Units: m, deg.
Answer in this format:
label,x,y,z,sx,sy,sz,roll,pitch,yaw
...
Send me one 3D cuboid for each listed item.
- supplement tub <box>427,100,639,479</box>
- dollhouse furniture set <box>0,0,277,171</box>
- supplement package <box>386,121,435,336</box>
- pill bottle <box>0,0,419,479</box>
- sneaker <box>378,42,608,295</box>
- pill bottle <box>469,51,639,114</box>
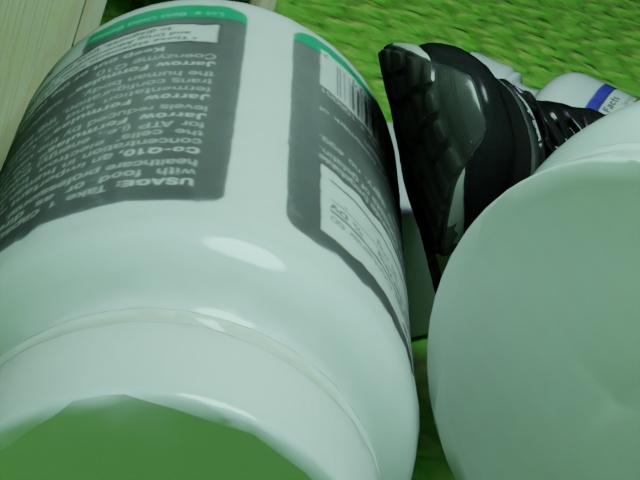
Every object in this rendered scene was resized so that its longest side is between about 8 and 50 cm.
label,x,y,z,sx,sy,sz,roll,pitch,yaw
supplement tub,0.217,0.036,0.820,0.228,0.228,0.316,36,30,28
dollhouse furniture set,-0.218,-0.145,1.135,0.362,0.257,0.394,17,1,-9
supplement package,0.000,0.000,1.090,0.179,0.105,0.105,-8,37,-44
pill bottle,-0.061,0.044,0.780,0.204,0.204,0.361,17,25,-8
sneaker,0.104,-0.047,0.910,0.124,0.107,0.283,-15,-12,2
pill bottle,0.201,-0.023,1.228,0.272,0.152,0.152,27,27,13
